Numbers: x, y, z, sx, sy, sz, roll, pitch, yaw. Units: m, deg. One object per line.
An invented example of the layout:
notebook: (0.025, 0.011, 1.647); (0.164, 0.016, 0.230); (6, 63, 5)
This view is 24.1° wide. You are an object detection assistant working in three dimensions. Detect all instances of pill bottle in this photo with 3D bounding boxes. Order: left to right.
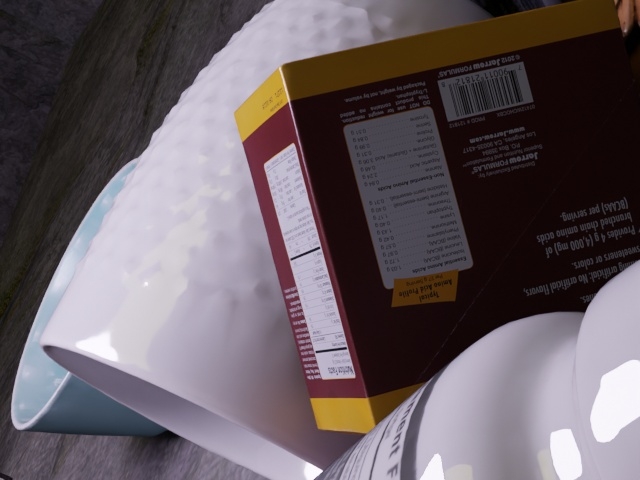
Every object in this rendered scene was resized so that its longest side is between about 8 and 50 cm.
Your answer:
pill bottle: (0.093, 0.162, 0.667); (0.363, 0.210, 0.210); (-46, 25, 41)

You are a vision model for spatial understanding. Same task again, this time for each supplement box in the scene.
supplement box: (0.077, -0.010, 0.826); (0.129, 0.191, 0.194); (158, 98, -75)

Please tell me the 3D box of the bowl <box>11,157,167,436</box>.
bowl: (-0.191, 0.086, 1.602); (0.311, 0.163, 0.312); (-51, 23, 31)

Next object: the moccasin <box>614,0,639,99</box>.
moccasin: (0.214, -0.196, 0.906); (0.139, 0.147, 0.380); (-33, 40, 53)

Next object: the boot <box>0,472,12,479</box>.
boot: (-0.305, 0.315, 1.502); (0.091, 0.229, 0.263); (-60, 19, 11)

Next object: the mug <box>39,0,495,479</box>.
mug: (0.000, 0.000, 1.081); (0.328, 0.276, 0.374); (-63, -1, -13)

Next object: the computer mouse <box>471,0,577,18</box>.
computer mouse: (0.134, -0.203, 1.054); (0.060, 0.184, 0.262); (-31, -5, -1)
